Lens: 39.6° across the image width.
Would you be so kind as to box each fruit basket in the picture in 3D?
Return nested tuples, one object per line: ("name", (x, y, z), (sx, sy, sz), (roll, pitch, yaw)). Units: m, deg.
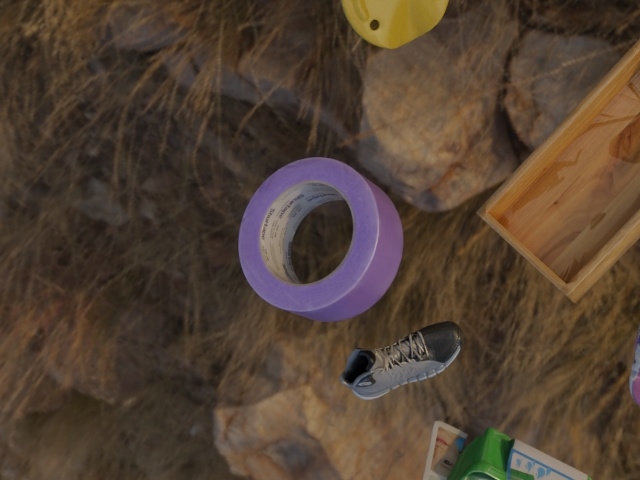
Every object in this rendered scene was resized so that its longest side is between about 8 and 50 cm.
("fruit basket", (0.278, 0.449, 1.238), (0.327, 0.353, 0.165), (28, 126, -6))

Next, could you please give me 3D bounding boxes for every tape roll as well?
("tape roll", (0.000, 0.000, 1.081), (0.189, 0.189, 0.080), (6, 170, 28))

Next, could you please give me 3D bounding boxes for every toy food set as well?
("toy food set", (0.082, -0.316, 0.948), (0.128, 0.218, 0.071), (13, -169, -25))

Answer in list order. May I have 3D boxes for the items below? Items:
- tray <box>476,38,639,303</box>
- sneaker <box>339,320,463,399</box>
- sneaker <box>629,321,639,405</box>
("tray", (0.462, -0.122, 1.386), (0.203, 0.411, 0.076), (47, -172, 30))
("sneaker", (0.133, 0.204, 1.539), (0.228, 0.086, 0.132), (-33, 151, 14))
("sneaker", (0.413, 0.078, 1.028), (0.095, 0.104, 0.236), (13, 112, 14))
